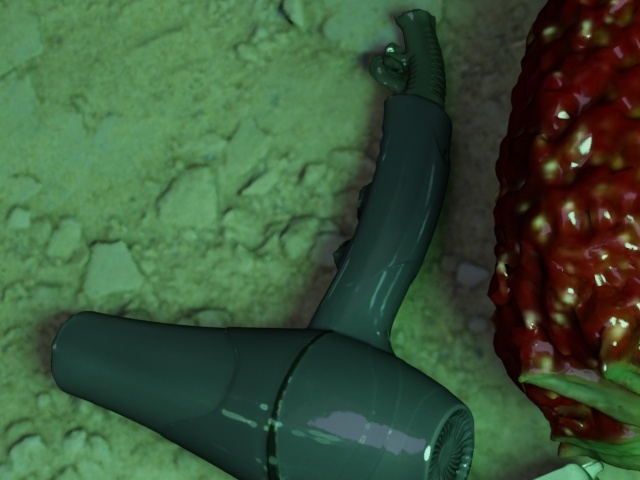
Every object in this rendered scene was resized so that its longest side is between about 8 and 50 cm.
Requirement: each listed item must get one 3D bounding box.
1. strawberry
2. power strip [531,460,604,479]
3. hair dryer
[{"bbox_3d":[0.218,-0.026,0.995,0.292,0.292,0.343,-19,48,13],"label":"strawberry"},{"bbox_3d":[0.094,0.189,1.052,0.192,0.081,0.035,-25,72,11],"label":"power strip"},{"bbox_3d":[0.000,0.000,1.140,0.301,0.121,0.361,14,71,29],"label":"hair dryer"}]
